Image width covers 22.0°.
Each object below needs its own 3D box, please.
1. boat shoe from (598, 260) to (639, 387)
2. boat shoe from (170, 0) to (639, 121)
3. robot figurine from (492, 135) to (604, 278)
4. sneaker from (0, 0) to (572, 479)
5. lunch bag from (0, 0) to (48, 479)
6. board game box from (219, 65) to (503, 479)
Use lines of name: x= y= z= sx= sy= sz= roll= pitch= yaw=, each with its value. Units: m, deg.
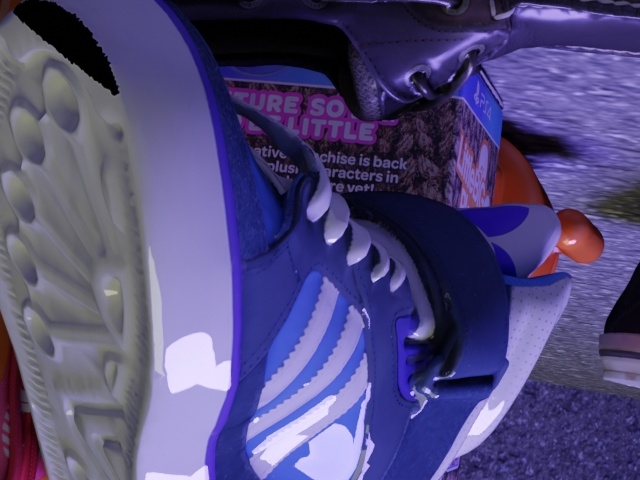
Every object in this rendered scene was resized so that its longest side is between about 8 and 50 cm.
boat shoe: x=0.325 y=0.039 z=1.074 sx=0.186 sy=0.156 sz=0.500 roll=16 pitch=175 yaw=-10
boat shoe: x=0.024 y=-0.092 z=0.663 sx=0.285 sy=0.092 sz=0.103 roll=8 pitch=171 yaw=-5
robot figurine: x=0.092 y=-0.007 z=1.106 sx=0.158 sy=0.128 sz=0.219 roll=-34 pitch=164 yaw=7
sneaker: x=0.000 y=0.001 z=0.659 sx=0.236 sy=0.323 sz=0.130 roll=-29 pitch=-130 yaw=-28
lunch bag: x=-0.197 y=-0.007 z=0.793 sx=0.258 sy=0.293 sz=0.120 roll=2 pitch=175 yaw=34
board game box: x=-0.034 y=0.038 z=0.941 sx=0.232 sy=0.291 sz=0.141 roll=7 pitch=173 yaw=15
